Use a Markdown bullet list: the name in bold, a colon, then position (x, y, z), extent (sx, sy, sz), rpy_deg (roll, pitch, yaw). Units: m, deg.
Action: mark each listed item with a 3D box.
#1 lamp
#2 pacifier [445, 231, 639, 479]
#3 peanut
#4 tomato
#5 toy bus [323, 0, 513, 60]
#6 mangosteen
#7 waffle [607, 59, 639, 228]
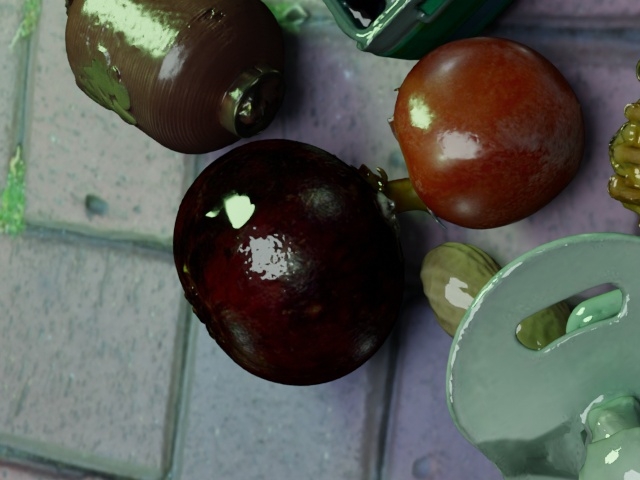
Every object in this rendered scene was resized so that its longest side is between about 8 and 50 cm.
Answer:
- **lamp**: position (-0.137, -0.181, 1.621), extent (0.258, 0.180, 0.180), rpy_deg (35, 107, 28)
- **pacifier**: position (0.256, 0.160, 1.280), extent (0.288, 0.269, 0.343), rpy_deg (-27, 95, 7)
- **peanut**: position (0.163, 0.068, 1.465), extent (0.187, 0.082, 0.082), rpy_deg (31, 106, 29)
- **tomato**: position (0.149, -0.089, 1.428), extent (0.167, 0.167, 0.167), rpy_deg (-1, 88, 34)
- **toy bus**: position (0.054, -0.330, 1.471), extent (0.183, 0.199, 0.343), rpy_deg (-44, 67, 28)
- **mangosteen**: position (0.000, 0.000, 1.511), extent (0.261, 0.235, 0.235), rpy_deg (-31, 67, -12)
- **waffle**: position (0.353, -0.078, 1.360), extent (0.238, 0.059, 0.243), rpy_deg (-46, 63, 27)
